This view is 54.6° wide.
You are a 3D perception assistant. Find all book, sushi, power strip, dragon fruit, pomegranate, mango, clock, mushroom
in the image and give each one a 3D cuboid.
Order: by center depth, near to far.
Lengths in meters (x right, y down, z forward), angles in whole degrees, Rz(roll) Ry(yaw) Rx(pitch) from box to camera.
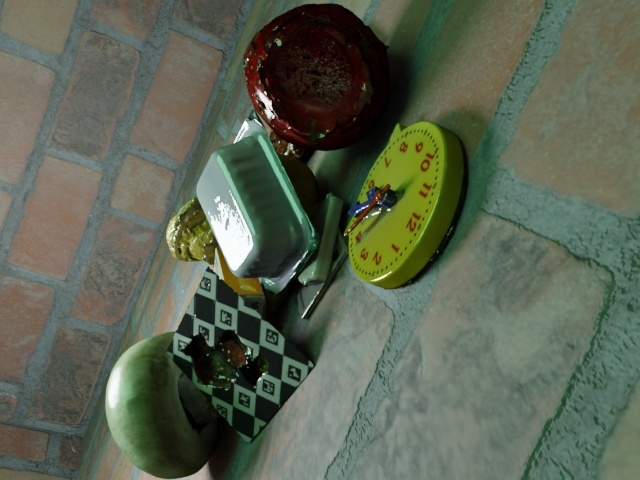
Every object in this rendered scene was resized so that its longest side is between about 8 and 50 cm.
[{"bbox_3d":[0.119,-0.064,1.006,0.277,0.071,0.293,-67,22,7],"label":"clock"},{"bbox_3d":[-0.008,-0.326,1.231,0.296,0.295,0.302,-58,24,28],"label":"dragon fruit"},{"bbox_3d":[0.000,0.000,1.243,0.081,0.035,0.192,-24,50,62],"label":"power strip"},{"bbox_3d":[-0.002,0.058,1.265,0.182,0.014,0.127,-58,25,26],"label":"book"},{"bbox_3d":[-0.167,0.232,1.288,0.059,0.294,0.292,-26,-26,-53],"label":"sushi"},{"bbox_3d":[-0.103,0.116,1.403,0.079,0.057,0.114,-128,50,-57],"label":"mango"},{"bbox_3d":[-0.087,-0.116,1.414,0.196,0.196,0.196,-49,30,42],"label":"pomegranate"},{"bbox_3d":[-0.343,0.383,1.459,0.260,0.352,0.352,-11,50,14],"label":"mushroom"}]

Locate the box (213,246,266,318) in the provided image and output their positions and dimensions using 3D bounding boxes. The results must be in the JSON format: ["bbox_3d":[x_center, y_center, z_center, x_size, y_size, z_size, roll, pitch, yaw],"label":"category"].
[{"bbox_3d":[-0.200,0.161,1.470,0.274,0.091,0.221,-125,39,-64],"label":"box"}]

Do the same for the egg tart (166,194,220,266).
[{"bbox_3d":[-0.255,-0.025,1.620,0.123,0.294,0.294,50,125,24],"label":"egg tart"}]

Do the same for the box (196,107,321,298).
[{"bbox_3d":[-0.155,-0.060,1.280,0.337,0.105,0.264,62,142,18],"label":"box"}]

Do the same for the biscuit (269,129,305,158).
[{"bbox_3d":[-0.056,-0.319,1.626,0.334,0.081,0.290,129,151,-48],"label":"biscuit"}]
